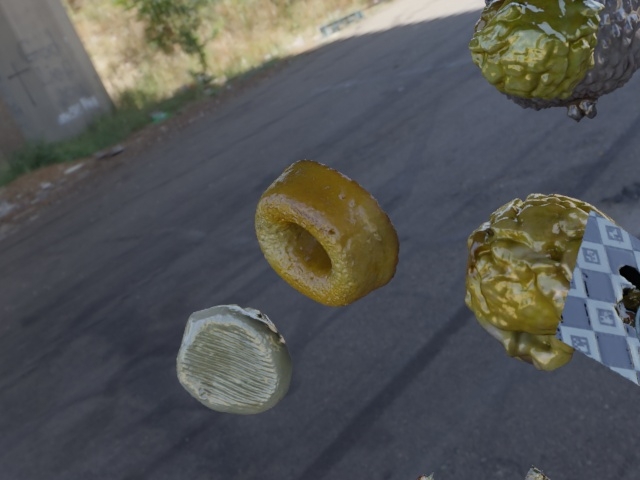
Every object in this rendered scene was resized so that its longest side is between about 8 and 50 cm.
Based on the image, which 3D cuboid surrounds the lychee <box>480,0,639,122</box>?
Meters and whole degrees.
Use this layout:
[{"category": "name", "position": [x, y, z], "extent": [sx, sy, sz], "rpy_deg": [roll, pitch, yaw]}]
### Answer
[{"category": "lychee", "position": [0.544, -0.477, 1.964], "extent": [0.380, 0.432, 0.380], "rpy_deg": [-12, 5, 1]}]

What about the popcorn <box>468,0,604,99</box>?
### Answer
[{"category": "popcorn", "position": [0.388, -0.371, 1.577], "extent": [0.249, 0.249, 0.225], "rpy_deg": [-39, -20, -36]}]

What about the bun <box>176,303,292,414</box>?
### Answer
[{"category": "bun", "position": [-0.155, 0.214, 1.665], "extent": [0.231, 0.231, 0.133], "rpy_deg": [-19, 11, 18]}]

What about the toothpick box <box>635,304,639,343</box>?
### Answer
[{"category": "toothpick box", "position": [0.439, 0.085, 1.012], "extent": [0.120, 0.120, 0.184], "rpy_deg": [-8, 0, 41]}]

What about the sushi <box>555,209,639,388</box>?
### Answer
[{"category": "sushi", "position": [0.505, 0.131, 1.396], "extent": [0.294, 0.292, 0.059], "rpy_deg": [-56, -3, -40]}]

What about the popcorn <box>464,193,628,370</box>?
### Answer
[{"category": "popcorn", "position": [0.470, 0.066, 1.775], "extent": [0.354, 0.344, 0.390], "rpy_deg": [-25, -14, -31]}]

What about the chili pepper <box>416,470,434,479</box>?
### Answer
[{"category": "chili pepper", "position": [0.187, 0.544, 1.783], "extent": [0.045, 0.027, 0.178], "rpy_deg": [27, 83, 24]}]

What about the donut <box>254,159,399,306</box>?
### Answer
[{"category": "donut", "position": [-0.002, -0.001, 1.555], "extent": [0.277, 0.277, 0.108], "rpy_deg": [-3, 30, 49]}]

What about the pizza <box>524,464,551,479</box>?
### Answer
[{"category": "pizza", "position": [0.452, 0.559, 1.737], "extent": [0.147, 0.226, 0.069], "rpy_deg": [-46, -17, 31]}]
